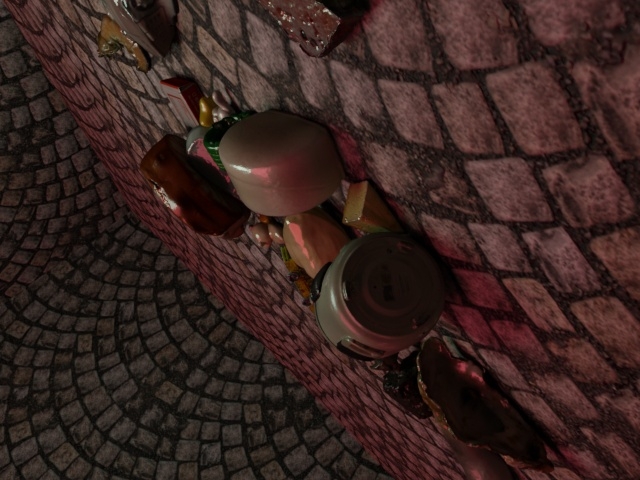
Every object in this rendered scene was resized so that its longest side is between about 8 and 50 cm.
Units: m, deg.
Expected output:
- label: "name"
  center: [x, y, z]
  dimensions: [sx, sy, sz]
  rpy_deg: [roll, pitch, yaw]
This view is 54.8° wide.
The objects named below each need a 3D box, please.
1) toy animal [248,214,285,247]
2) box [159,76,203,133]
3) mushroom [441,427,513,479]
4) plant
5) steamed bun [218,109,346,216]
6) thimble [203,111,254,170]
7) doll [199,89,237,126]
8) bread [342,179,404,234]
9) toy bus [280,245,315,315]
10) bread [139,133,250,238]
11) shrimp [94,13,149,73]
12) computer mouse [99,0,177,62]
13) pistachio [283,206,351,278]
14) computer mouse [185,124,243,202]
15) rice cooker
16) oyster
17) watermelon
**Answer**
- label: "toy animal"
  center: [-0.142, -0.010, 1.688]
  dimensions: [0.114, 0.082, 0.091]
  rpy_deg: [41, 161, 23]
- label: "box"
  center: [-0.306, -0.301, 1.541]
  dimensions: [0.123, 0.050, 0.229]
  rpy_deg: [27, 152, 47]
- label: "mushroom"
  center: [0.379, 0.526, 1.524]
  dimensions: [0.351, 0.097, 0.109]
  rpy_deg: [58, 160, -16]
- label: "plant"
  center: [0.204, 0.309, 1.435]
  dimensions: [0.203, 0.131, 0.142]
  rpy_deg: [43, 164, -10]
- label: "steamed bun"
  center: [-0.087, -0.143, 1.162]
  dimensions: [0.242, 0.164, 0.146]
  rpy_deg: [29, 151, 47]
- label: "thimble"
  center: [-0.180, -0.208, 1.309]
  dimensions: [0.130, 0.118, 0.090]
  rpy_deg: [8, 142, 37]
- label: "doll"
  center: [-0.223, -0.280, 1.374]
  dimensions: [0.113, 0.071, 0.135]
  rpy_deg: [35, 154, 18]
- label: "bread"
  center: [0.107, -0.055, 1.121]
  dimensions: [0.109, 0.080, 0.084]
  rpy_deg: [18, 171, -19]
- label: "toy bus"
  center: [-0.038, 0.108, 1.664]
  dimensions: [0.081, 0.074, 0.226]
  rpy_deg: [-105, -9, -54]
- label: "bread"
  center: [-0.323, -0.138, 1.604]
  dimensions: [0.295, 0.114, 0.328]
  rpy_deg: [51, -170, 9]
- label: "shrimp"
  center: [-0.538, -0.509, 1.673]
  dimensions: [0.169, 0.058, 0.296]
  rpy_deg: [52, 159, -16]
- label: "computer mouse"
  center: [-0.395, -0.490, 1.278]
  dimensions: [0.199, 0.115, 0.389]
  rpy_deg: [48, 162, 15]
- label: "pistachio"
  center: [0.000, 0.000, 1.341]
  dimensions: [0.145, 0.117, 0.200]
  rpy_deg: [-11, 117, 26]
- label: "computer mouse"
  center: [-0.220, -0.189, 1.487]
  dimensions: [0.231, 0.079, 0.128]
  rpy_deg: [39, 129, -11]
- label: "rice cooker"
  center: [0.098, 0.110, 1.139]
  dimensions: [0.226, 0.226, 0.244]
  rpy_deg: [48, 163, 4]
- label: "oyster"
  center: [0.321, 0.351, 1.259]
  dimensions: [0.341, 0.166, 0.110]
  rpy_deg: [33, 153, -2]
- label: "watermelon"
  center: [-0.016, -0.310, 0.828]
  dimensions: [0.187, 0.071, 0.139]
  rpy_deg: [30, 162, 27]
